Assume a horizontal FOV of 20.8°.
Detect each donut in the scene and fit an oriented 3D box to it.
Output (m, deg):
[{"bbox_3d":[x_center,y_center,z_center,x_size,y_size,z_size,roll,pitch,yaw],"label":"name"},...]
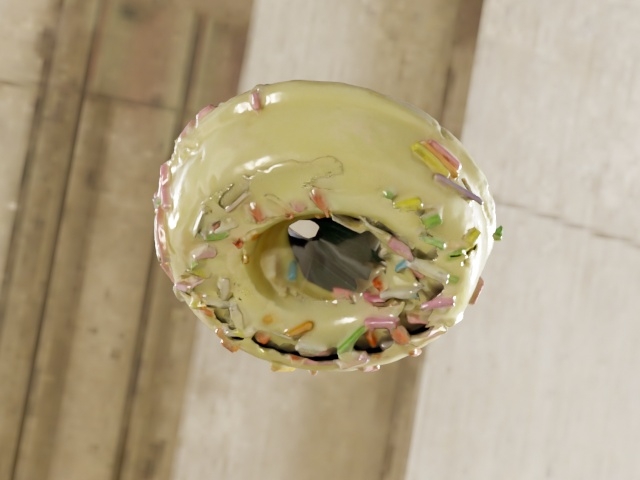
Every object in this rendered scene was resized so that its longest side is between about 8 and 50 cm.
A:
[{"bbox_3d":[0.000,0.000,0.846,0.174,0.068,0.174,3,131,4],"label":"donut"}]
